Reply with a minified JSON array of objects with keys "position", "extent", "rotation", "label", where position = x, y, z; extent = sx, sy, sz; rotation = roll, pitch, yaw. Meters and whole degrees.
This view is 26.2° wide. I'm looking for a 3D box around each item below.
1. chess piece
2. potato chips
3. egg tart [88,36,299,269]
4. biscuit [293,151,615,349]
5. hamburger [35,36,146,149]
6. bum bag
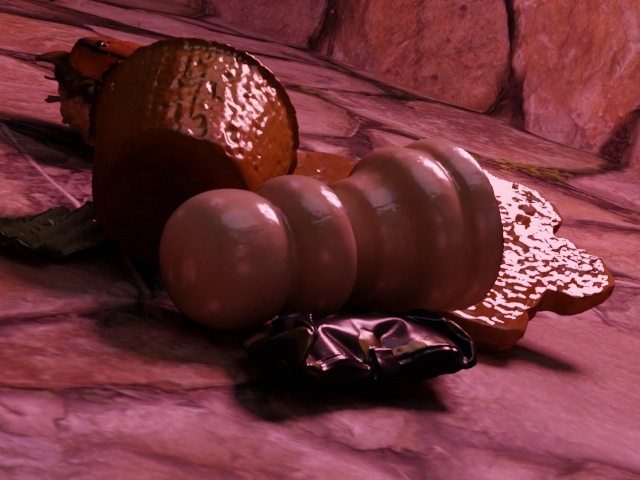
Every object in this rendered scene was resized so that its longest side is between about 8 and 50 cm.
[{"position":[0.000,0.000,1.219],"extent":[0.299,0.167,0.167],"rotation":[-7,24,-34],"label":"chess piece"},{"position":[-0.244,-0.013,1.294],"extent":[0.092,0.028,0.207],"rotation":[21,15,14],"label":"potato chips"},{"position":[-0.129,-0.078,1.324],"extent":[0.215,0.215,0.171],"rotation":[16,32,-3],"label":"egg tart"},{"position":[0.122,0.002,1.441],"extent":[0.375,0.051,0.269],"rotation":[17,41,7],"label":"biscuit"},{"position":[-0.228,-0.171,1.724],"extent":[0.261,0.139,0.243],"rotation":[4,16,-45],"label":"hamburger"},{"position":[0.034,0.088,1.142],"extent":[0.232,0.060,0.106],"rotation":[3,12,-45],"label":"bum bag"}]
